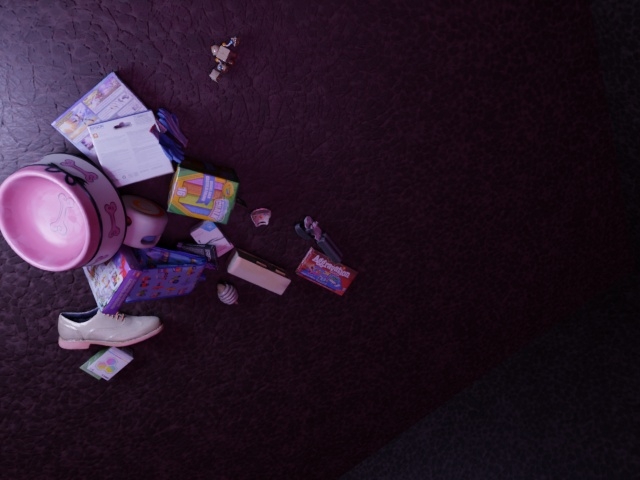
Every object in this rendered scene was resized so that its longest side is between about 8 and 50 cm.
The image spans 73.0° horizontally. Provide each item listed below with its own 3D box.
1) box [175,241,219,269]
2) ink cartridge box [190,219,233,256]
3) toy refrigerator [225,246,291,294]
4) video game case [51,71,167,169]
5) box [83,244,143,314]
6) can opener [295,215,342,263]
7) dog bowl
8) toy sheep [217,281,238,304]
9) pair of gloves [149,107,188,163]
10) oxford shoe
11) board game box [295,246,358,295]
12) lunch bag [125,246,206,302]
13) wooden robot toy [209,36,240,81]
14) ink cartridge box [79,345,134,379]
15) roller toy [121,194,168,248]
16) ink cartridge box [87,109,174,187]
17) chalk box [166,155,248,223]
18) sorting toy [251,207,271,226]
[{"bbox_3d":[-0.499,0.063,1.761,0.162,0.029,0.115,6,130,7],"label":"box"},{"bbox_3d":[-0.442,0.001,1.784,0.104,0.060,0.180,-33,121,-2],"label":"ink cartridge box"},{"bbox_3d":[-0.268,0.131,1.886,0.270,0.102,0.094,29,102,-28],"label":"toy refrigerator"},{"bbox_3d":[-0.719,-0.396,1.494,0.270,0.061,0.244,-39,122,1],"label":"video game case"},{"bbox_3d":[-0.766,0.102,1.585,0.057,0.293,0.200,23,106,-50],"label":"box"},{"bbox_3d":[0.000,0.000,1.948,0.093,0.074,0.280,-23,125,33],"label":"can opener"},{"bbox_3d":[-0.872,-0.078,1.441,0.409,0.150,0.407,4,109,11],"label":"dog bowl"},{"bbox_3d":[-0.403,0.235,1.895,0.091,0.091,0.132,-41,121,3],"label":"toy sheep"},{"bbox_3d":[-0.522,-0.370,1.513,0.023,0.198,0.159,-18,134,19],"label":"pair of gloves"},{"bbox_3d":[-0.850,0.342,1.762,0.398,0.140,0.146,-5,109,-20],"label":"oxford shoe"},{"bbox_3d":[0.032,0.150,2.045,0.282,0.027,0.145,28,101,-28],"label":"board game box"},{"bbox_3d":[-0.600,0.139,1.721,0.294,0.138,0.221,7,136,-30],"label":"lunch bag"},{"bbox_3d":[-0.349,-0.649,1.517,0.079,0.076,0.173,32,103,7],"label":"wooden robot toy"},{"bbox_3d":[-0.923,0.529,1.866,0.209,0.062,0.109,-39,122,2],"label":"ink cartridge box"},{"bbox_3d":[-0.679,-0.065,1.592,0.210,0.191,0.146,23,106,-28],"label":"roller toy"},{"bbox_3d":[-0.645,-0.311,1.484,0.224,0.045,0.223,-18,97,-12],"label":"ink cartridge box"},{"bbox_3d":[-0.413,-0.185,1.638,0.289,0.180,0.179,12,110,-25],"label":"chalk box"},{"bbox_3d":[-0.251,-0.093,1.821,0.084,0.044,0.075,-13,125,-14],"label":"sorting toy"}]
